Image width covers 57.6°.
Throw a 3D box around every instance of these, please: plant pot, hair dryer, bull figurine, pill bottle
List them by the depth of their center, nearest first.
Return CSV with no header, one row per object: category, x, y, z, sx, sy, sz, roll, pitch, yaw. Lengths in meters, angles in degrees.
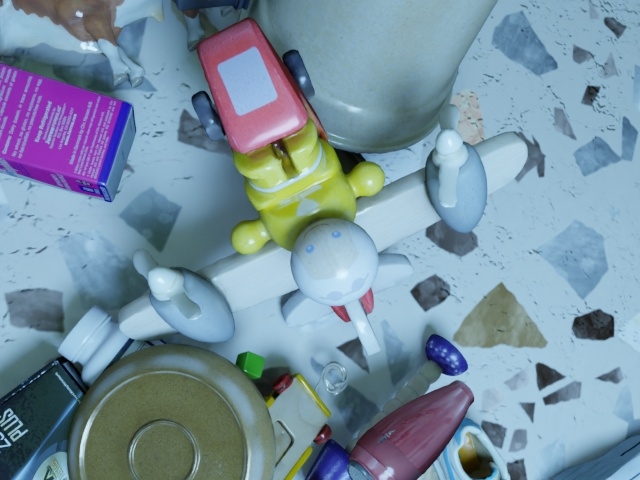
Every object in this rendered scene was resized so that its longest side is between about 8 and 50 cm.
plant pot,-0.167,0.232,0.633,0.237,0.032,0.236,0,83,3
pill bottle,-0.229,0.157,0.715,0.169,0.094,0.094,38,74,-8
plant pot,0.090,-0.329,0.724,0.334,0.305,0.333,7,66,-17
hair dryer,0.097,0.301,0.748,0.080,0.224,0.293,35,92,34
bull figurine,-0.270,-0.308,0.764,0.310,0.101,0.188,-41,98,-16

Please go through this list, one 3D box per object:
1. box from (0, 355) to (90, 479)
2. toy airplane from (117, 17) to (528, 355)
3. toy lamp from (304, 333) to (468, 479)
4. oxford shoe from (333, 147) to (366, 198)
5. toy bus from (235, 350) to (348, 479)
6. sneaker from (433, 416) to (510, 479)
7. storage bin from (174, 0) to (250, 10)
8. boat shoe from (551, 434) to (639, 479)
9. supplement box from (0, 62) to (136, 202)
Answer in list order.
box,-0.314,0.252,0.687,0.147,0.077,0.180,-38,94,-16
toy airplane,0.000,0.000,0.659,0.385,0.272,0.386,17,112,-20
toy lamp,0.091,0.249,0.803,0.275,0.080,0.080,-41,95,-16
oxford shoe,0.009,-0.103,0.829,0.096,0.083,0.227,-31,80,-15
toy bus,-0.072,0.248,0.739,0.202,0.104,0.190,15,65,-35
sneaker,0.226,0.352,0.819,0.087,0.092,0.228,-30,93,-19
storage bin,-0.149,-0.356,0.724,0.091,0.098,0.135,-21,90,-19
boat shoe,0.444,0.374,0.882,0.226,0.083,0.075,-17,87,-18
supplement box,-0.352,-0.136,0.711,0.220,0.111,0.113,17,79,-12
